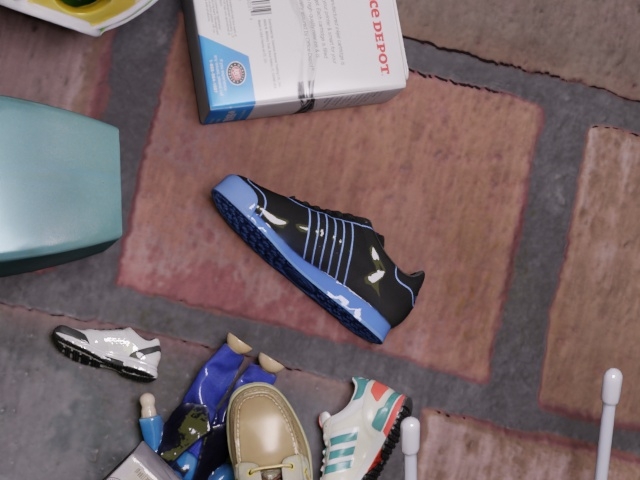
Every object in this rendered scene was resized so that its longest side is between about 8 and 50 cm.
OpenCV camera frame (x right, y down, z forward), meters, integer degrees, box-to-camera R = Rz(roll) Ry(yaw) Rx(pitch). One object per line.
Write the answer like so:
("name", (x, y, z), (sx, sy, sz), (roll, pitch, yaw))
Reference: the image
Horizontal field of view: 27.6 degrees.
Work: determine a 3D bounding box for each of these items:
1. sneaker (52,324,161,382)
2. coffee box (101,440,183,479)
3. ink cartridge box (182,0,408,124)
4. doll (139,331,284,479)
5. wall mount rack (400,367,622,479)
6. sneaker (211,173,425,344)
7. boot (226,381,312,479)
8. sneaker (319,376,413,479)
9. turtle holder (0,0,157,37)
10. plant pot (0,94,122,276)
("sneaker", (-0.206, 0.102, 1.266), (0.109, 0.040, 0.043), (21, 63, -11))
("coffee box", (-0.204, 0.321, 1.180), (0.141, 0.098, 0.246), (45, 88, -1))
("ink cartridge box", (-0.028, -0.205, 1.314), (0.203, 0.086, 0.148), (-7, 84, -13))
("doll", (-0.118, 0.182, 1.263), (0.129, 0.046, 0.189), (33, 84, -14))
("wall mount rack", (0.196, 0.294, 1.215), (0.350, 0.130, 0.304), (-11, 83, -15))
("sneaker", (0.000, 0.000, 1.299), (0.232, 0.081, 0.090), (41, 74, -10))
("boot", (-0.040, 0.240, 1.176), (0.077, 0.165, 0.213), (-11, 92, -1))
("sneaker", (0.024, 0.210, 1.291), (0.075, 0.057, 0.161), (29, 86, 21))
("turtle holder", (-0.203, -0.304, 1.194), (0.320, 0.243, 0.227), (23, 96, 30))
("plant pot", (-0.308, -0.048, 1.206), (0.234, 0.165, 0.165), (-1, 83, -18))
